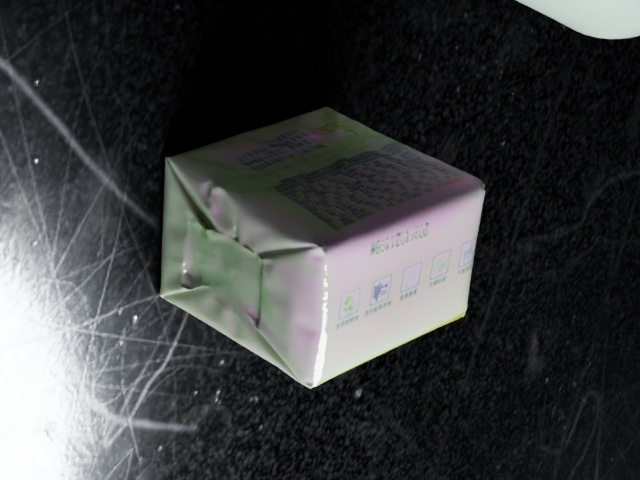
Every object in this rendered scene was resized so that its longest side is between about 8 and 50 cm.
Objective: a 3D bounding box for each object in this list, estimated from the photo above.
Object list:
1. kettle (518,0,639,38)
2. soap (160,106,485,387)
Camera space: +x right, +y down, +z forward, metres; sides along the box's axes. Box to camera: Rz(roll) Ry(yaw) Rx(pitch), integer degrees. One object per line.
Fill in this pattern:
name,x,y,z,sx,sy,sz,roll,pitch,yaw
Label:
kettle,0.187,-0.321,1.457,0.318,0.205,0.265,10,106,-51
soap,0.000,0.000,1.430,0.199,0.182,0.138,-21,127,-43
